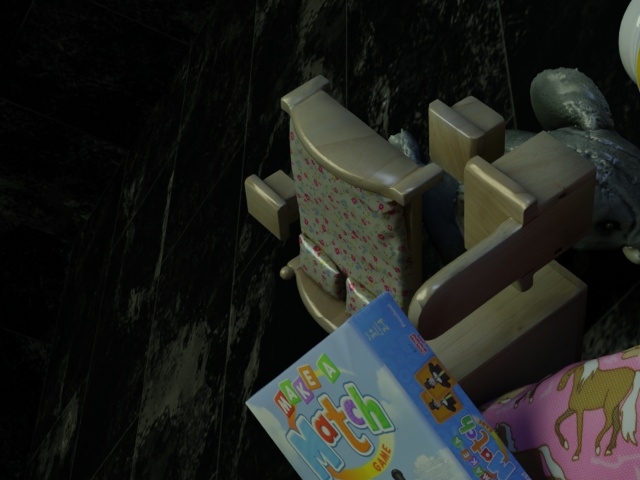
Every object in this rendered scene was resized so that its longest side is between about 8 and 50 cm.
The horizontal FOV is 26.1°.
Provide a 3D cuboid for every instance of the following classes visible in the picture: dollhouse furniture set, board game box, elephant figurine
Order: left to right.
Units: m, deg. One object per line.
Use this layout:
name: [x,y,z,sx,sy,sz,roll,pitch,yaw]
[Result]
dollhouse furniture set: [0.000,0.000,0.987,0.355,0.174,0.303,40,152,33]
board game box: [0.058,0.147,0.792,0.039,0.211,0.160,-34,-6,-32]
elephant figurine: [0.179,-0.039,1.013,0.239,0.186,0.169,131,137,-66]

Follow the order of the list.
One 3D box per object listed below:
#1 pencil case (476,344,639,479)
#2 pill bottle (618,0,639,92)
pencil case: [0.221,0.126,0.740,0.386,0.167,0.160,-34,60,58]
pill bottle: [0.281,-0.110,0.913,0.119,0.119,0.208,-62,20,16]
